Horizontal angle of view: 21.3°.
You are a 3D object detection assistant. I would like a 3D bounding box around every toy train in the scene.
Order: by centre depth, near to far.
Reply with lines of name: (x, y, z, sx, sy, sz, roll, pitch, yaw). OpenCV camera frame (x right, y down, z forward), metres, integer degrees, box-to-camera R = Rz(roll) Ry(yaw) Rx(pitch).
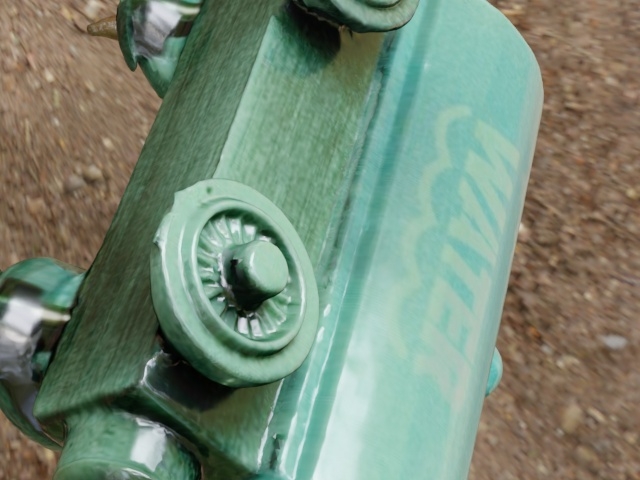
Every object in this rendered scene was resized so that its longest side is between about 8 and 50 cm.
toy train: (0.000, 0.000, 0.520, 0.159, 0.101, 0.248, 40, 46, -24)

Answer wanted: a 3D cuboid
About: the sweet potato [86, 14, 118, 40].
sweet potato: (-0.057, -0.208, 1.450, 0.281, 0.067, 0.059, -22, 83, 9)
